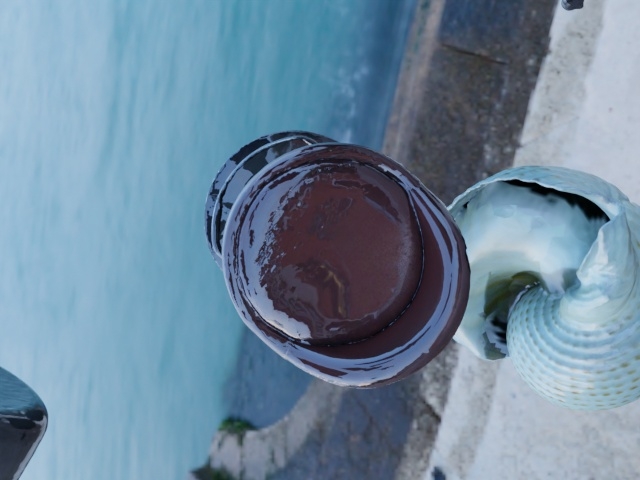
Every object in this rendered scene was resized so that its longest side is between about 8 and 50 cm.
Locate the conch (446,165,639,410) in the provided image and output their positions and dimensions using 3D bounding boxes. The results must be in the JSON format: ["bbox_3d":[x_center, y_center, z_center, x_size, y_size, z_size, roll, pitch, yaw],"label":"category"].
[{"bbox_3d":[0.289,0.032,1.169,0.303,0.215,0.319,29,134,21],"label":"conch"}]

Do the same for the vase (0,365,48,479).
[{"bbox_3d":[-0.342,0.235,0.734,0.321,0.173,0.173,-65,28,1],"label":"vase"}]

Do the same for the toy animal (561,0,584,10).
[{"bbox_3d":[0.307,-0.379,1.131,0.094,0.225,0.121,30,160,24],"label":"toy animal"}]

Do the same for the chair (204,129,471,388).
[{"bbox_3d":[0.000,0.000,1.058,0.401,0.227,0.226,-141,60,-77],"label":"chair"}]
